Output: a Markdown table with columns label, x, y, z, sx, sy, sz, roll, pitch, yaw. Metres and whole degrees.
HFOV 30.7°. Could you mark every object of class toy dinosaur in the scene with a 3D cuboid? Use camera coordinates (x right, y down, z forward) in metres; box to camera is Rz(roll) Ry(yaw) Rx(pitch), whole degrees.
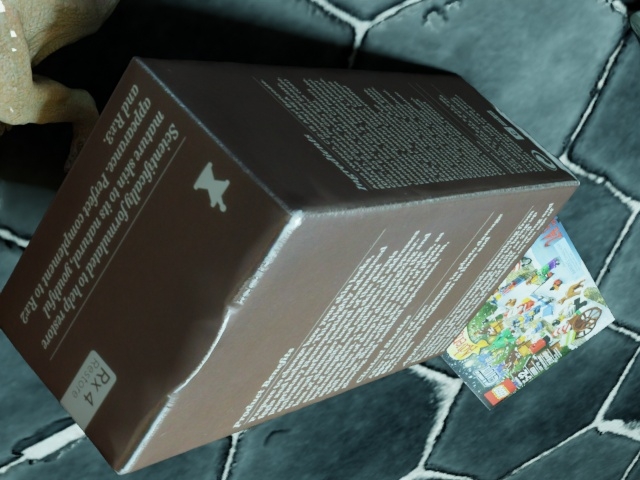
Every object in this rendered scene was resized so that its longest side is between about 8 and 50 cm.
| label | x | y | z | sx | sy | sz | roll | pitch | yaw |
| --- | --- | --- | --- | --- | --- | --- | --- | --- | --- |
| toy dinosaur | -0.224 | -0.103 | 0.610 | 0.296 | 0.127 | 0.200 | -28 | 134 | -16 |

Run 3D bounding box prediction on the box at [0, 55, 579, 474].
| label | x | y | z | sx | sy | sz | roll | pitch | yaw |
| --- | --- | --- | --- | --- | --- | --- | --- | --- | --- |
| box | 0.000 | 0.000 | 0.758 | 0.191 | 0.143 | 0.381 | -54 | 159 | 24 |

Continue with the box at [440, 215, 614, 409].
| label | x | y | z | sx | sy | sz | roll | pitch | yaw |
| --- | --- | --- | --- | --- | --- | --- | --- | --- | --- |
| box | 0.177 | 0.060 | 1.105 | 0.159 | 0.044 | 0.233 | -38 | 141 | 5 |

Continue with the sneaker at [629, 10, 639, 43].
| label | x | y | z | sx | sy | sz | roll | pitch | yaw |
| --- | --- | --- | --- | --- | --- | --- | --- | --- | --- |
| sneaker | 0.368 | -0.156 | 0.980 | 0.163 | 0.086 | 0.226 | -36 | 140 | 7 |
